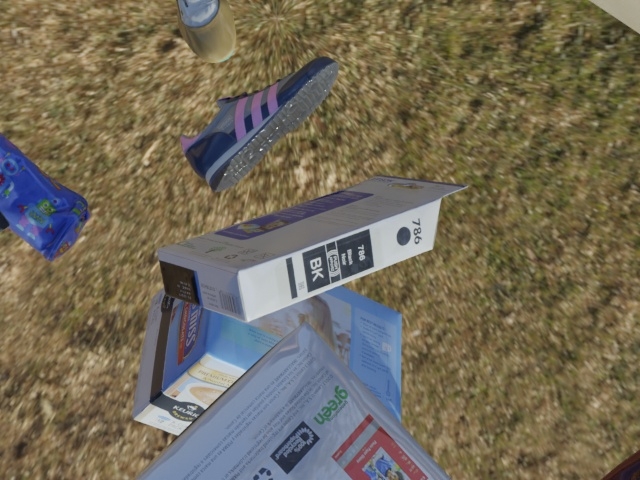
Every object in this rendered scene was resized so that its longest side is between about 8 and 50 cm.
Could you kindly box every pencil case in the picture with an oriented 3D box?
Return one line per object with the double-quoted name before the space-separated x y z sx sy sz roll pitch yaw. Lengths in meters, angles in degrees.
"pencil case" -0.547 -0.102 1.915 0.306 0.119 0.133 41 89 -5

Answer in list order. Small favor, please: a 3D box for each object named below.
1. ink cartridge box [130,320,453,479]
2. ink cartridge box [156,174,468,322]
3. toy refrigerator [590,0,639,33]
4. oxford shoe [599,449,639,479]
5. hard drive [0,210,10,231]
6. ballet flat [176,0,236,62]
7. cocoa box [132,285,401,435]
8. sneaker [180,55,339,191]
"ink cartridge box" -0.033 0.253 0.633 0.272 0.309 0.130 47 141 2
"ink cartridge box" 0.000 0.000 1.219 0.333 0.165 0.065 -21 109 -34
"toy refrigerator" 0.196 -0.227 0.719 0.270 0.102 0.094 35 80 5
"oxford shoe" 0.282 0.091 0.527 0.348 0.130 0.123 -37 56 24
"hard drive" -0.555 -0.034 1.697 0.135 0.022 0.094 -26 103 39
"ballet flat" -0.179 -0.347 1.507 0.080 0.073 0.232 -26 59 9
"cocoa box" -0.073 0.187 1.663 0.347 0.231 0.228 26 136 -25
"sneaker" -0.113 -0.236 1.914 0.319 0.112 0.131 -42 69 -9
